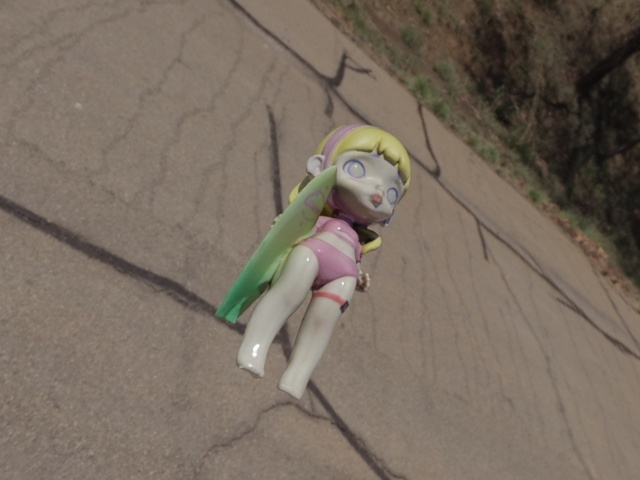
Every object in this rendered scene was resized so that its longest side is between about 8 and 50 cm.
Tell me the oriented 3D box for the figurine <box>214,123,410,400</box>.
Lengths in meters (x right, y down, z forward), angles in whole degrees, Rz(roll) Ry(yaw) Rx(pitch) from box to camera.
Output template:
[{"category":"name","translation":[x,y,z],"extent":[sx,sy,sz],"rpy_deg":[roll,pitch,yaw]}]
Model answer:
[{"category":"figurine","translation":[0.000,0.000,0.354],"extent":[0.083,0.083,0.188],"rpy_deg":[35,61,-24]}]
